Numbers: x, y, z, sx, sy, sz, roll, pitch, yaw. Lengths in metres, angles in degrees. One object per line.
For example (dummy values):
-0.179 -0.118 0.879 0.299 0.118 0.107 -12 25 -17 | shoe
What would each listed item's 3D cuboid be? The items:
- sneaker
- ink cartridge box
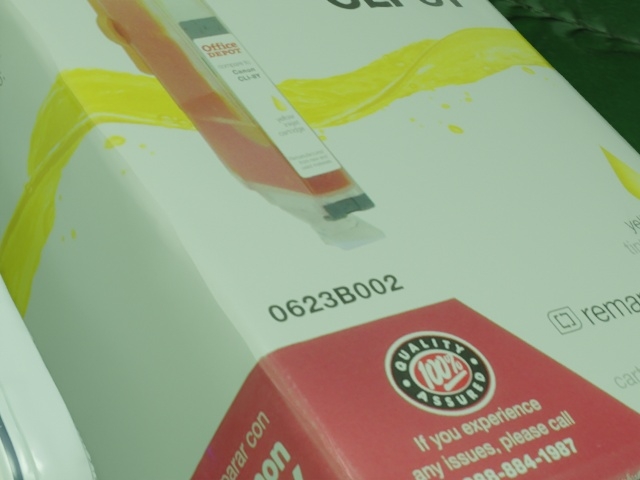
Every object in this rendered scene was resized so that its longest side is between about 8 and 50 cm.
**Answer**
-0.179 0.029 0.539 0.091 0.094 0.258 -17 49 -28 | sneaker
0.000 0.000 0.620 0.279 0.160 0.385 -12 52 -39 | ink cartridge box
